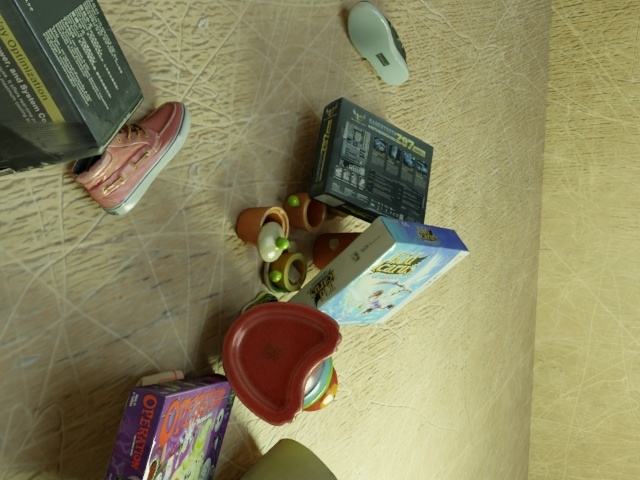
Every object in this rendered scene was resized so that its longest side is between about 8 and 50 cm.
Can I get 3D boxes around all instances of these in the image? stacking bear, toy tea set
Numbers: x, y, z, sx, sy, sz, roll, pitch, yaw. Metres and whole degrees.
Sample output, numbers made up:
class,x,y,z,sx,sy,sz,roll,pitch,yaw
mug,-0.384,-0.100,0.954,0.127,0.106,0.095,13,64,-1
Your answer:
class,x,y,z,sx,sy,sz,roll,pitch,yaw
stacking bear,-0.044,0.216,0.995,0.175,0.164,0.289,-58,159,-14
toy tea set,0.000,0.000,1.056,0.336,0.124,0.200,-22,115,-53

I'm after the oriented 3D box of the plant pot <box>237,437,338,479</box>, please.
class,x,y,z,sx,sy,sz,roll,pitch,yaw
plant pot,-0.103,0.502,0.942,0.274,0.256,0.256,-26,120,-32

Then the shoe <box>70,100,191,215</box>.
class,x,y,z,sx,sy,sz,roll,pitch,yaw
shoe,-0.232,-0.123,0.738,0.178,0.064,0.081,-62,147,-21

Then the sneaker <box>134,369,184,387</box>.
class,x,y,z,sx,sy,sz,roll,pitch,yaw
sneaker,-0.236,0.244,0.832,0.070,0.051,0.134,2,111,-33

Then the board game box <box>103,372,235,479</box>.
class,x,y,z,sx,sy,sz,roll,pitch,yaw
board game box,-0.189,0.286,0.776,0.347,0.056,0.208,61,39,-79

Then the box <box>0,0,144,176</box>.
class,x,y,z,sx,sy,sz,roll,pitch,yaw
box,-0.337,-0.202,0.336,0.097,0.318,0.394,-78,153,-50

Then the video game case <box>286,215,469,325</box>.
class,x,y,z,sx,sy,sz,roll,pitch,yaw
video game case,0.112,0.066,1.084,0.270,0.061,0.244,6,136,-51

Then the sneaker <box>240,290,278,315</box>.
class,x,y,z,sx,sy,sz,roll,pitch,yaw
sneaker,-0.104,0.116,1.007,0.083,0.035,0.031,-49,134,-39

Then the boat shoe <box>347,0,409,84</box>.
class,x,y,z,sx,sy,sz,roll,pitch,yaw
boat shoe,0.122,-0.410,1.201,0.228,0.080,0.076,36,50,-50

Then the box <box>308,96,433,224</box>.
class,x,y,z,sx,sy,sz,roll,pitch,yaw
box,0.098,-0.127,1.080,0.233,0.059,0.183,20,71,-32
